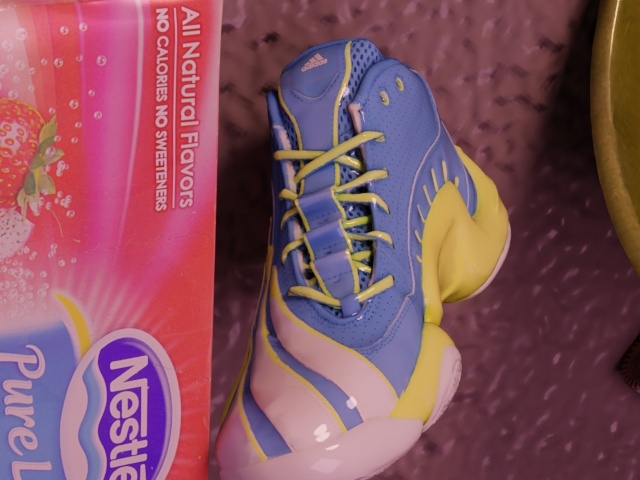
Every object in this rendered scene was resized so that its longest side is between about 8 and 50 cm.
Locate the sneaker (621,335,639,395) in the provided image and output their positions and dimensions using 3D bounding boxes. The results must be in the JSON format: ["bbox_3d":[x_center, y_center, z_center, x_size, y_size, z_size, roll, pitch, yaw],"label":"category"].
[{"bbox_3d":[0.210,0.044,0.903,0.118,0.042,0.067,-47,122,5],"label":"sneaker"}]

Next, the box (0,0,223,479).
[{"bbox_3d":[-0.131,0.042,0.648,0.154,0.142,0.300,-8,114,-27],"label":"box"}]

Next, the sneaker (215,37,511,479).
[{"bbox_3d":[0.000,0.000,0.690,0.091,0.240,0.126,-19,107,23],"label":"sneaker"}]

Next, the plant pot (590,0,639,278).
[{"bbox_3d":[0.367,-0.039,0.797,0.353,0.366,0.366,28,95,-46],"label":"plant pot"}]
